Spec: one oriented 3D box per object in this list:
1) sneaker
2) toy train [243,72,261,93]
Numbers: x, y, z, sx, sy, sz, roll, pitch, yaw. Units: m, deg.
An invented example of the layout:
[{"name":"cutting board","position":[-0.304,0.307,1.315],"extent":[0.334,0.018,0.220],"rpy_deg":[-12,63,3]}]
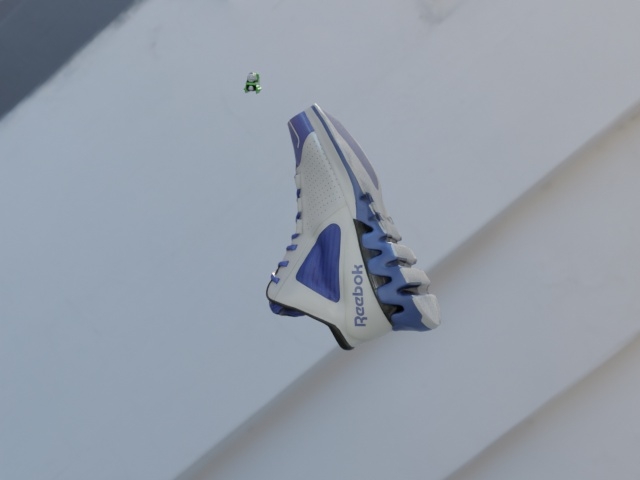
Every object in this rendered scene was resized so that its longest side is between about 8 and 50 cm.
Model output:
[{"name":"sneaker","position":[0.001,0.001,1.276],"extent":[0.316,0.182,0.127],"rpy_deg":[66,15,16]},{"name":"toy train","position":[-0.077,-0.181,1.190],"extent":[0.017,0.024,0.083],"rpy_deg":[4,9,-1]}]
